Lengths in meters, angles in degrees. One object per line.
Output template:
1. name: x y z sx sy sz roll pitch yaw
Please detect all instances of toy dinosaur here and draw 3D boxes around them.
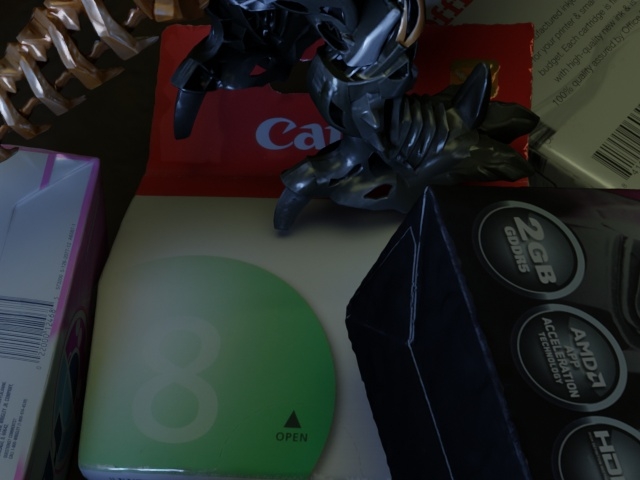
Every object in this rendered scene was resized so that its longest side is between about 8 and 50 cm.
1. toy dinosaur: -0.009 -0.129 0.777 0.322 0.218 0.164 -18 53 -3

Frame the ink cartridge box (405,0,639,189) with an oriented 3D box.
1. ink cartridge box: 0.136 -0.065 0.920 0.190 0.082 0.139 35 62 21

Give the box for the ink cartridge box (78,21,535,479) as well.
1. ink cartridge box: 0.000 0.000 0.835 0.181 0.056 0.225 1 73 10

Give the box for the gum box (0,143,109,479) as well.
1. gum box: -0.135 0.067 0.798 0.062 0.107 0.188 8 55 2

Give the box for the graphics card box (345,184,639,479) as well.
1. graphics card box: 0.212 0.095 0.742 0.370 0.094 0.233 0 55 -25
